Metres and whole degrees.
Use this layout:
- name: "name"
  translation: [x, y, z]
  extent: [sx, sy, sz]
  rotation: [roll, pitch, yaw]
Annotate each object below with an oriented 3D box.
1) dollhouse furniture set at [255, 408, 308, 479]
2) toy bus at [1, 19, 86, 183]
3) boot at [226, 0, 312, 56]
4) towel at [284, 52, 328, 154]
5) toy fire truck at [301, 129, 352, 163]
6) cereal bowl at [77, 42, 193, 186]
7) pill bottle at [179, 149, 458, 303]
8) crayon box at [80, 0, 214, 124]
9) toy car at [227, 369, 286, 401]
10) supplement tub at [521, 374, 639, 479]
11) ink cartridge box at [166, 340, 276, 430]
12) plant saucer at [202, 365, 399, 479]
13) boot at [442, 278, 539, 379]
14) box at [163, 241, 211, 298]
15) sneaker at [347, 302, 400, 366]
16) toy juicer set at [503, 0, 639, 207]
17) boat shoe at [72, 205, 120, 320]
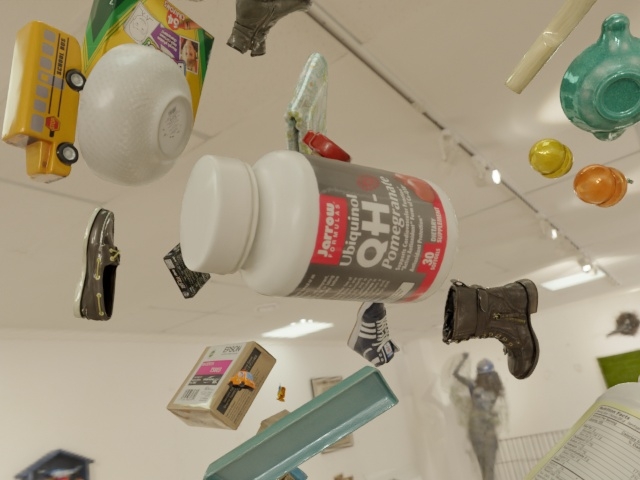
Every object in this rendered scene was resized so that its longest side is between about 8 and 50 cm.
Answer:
- name: "dollhouse furniture set"
  translation: [-0.073, 0.543, 1.337]
  extent: [0.129, 0.183, 0.129]
  rotation: [-63, -23, 10]
- name: "toy bus"
  translation: [-0.620, -0.304, 1.199]
  extent: [0.108, 0.333, 0.130]
  rotation: [-7, -14, 36]
- name: "boot"
  translation: [-0.130, -0.537, 1.310]
  extent: [0.246, 0.083, 0.161]
  rotation: [-22, -41, -49]
- name: "towel"
  translation: [-0.039, -0.396, 1.834]
  extent: [0.090, 0.320, 0.374]
  rotation: [7, -36, 8]
- name: "toy fire truck"
  translation: [0.035, -0.113, 1.241]
  extent: [0.254, 0.169, 0.302]
  rotation: [35, 7, -16]
- name: "cereal bowl"
  translation: [-0.403, -0.280, 1.262]
  extent: [0.141, 0.339, 0.339]
  rotation: [18, -15, 12]
- name: "pill bottle"
  translation: [-0.001, -0.014, 0.664]
  extent: [0.318, 0.176, 0.176]
  rotation: [6, -25, -31]
- name: "crayon box"
  translation: [-0.483, -0.516, 1.514]
  extent: [0.106, 0.313, 0.363]
  rotation: [8, -6, 30]
- name: "toy car"
  translation: [-0.132, 0.304, 1.123]
  extent: [0.122, 0.040, 0.060]
  rotation: [30, -33, -31]
- name: "supplement tub"
  translation: [0.320, 0.292, 0.516]
  extent: [0.325, 0.235, 0.235]
  rotation: [-42, -17, -9]
- name: "ink cartridge box"
  translation: [-0.243, 0.349, 1.293]
  extent: [0.234, 0.193, 0.088]
  rotation: [-19, -58, 47]
- name: "plant saucer"
  translation: [-0.017, 0.186, 0.516]
  extent: [0.192, 0.018, 0.067]
  rotation: [-31, -51, 0]
- name: "boot"
  translation: [0.375, 0.204, 1.206]
  extent: [0.229, 0.263, 0.091]
  rotation: [-6, 9, -20]
- name: "box"
  translation: [-0.226, 0.047, 0.910]
  extent: [0.018, 0.083, 0.067]
  rotation: [-12, 25, 26]
- name: "sneaker"
  translation: [0.187, 0.284, 1.679]
  extent: [0.099, 0.153, 0.282]
  rotation: [-28, -34, -39]
- name: "toy juicer set"
  translation: [0.374, -0.192, 0.749]
  extent: [0.209, 0.089, 0.329]
  rotation: [-32, -71, 27]
- name: "boat shoe"
  translation: [-0.437, 0.047, 1.073]
  extent: [0.068, 0.228, 0.081]
  rotation: [8, -2, 1]
